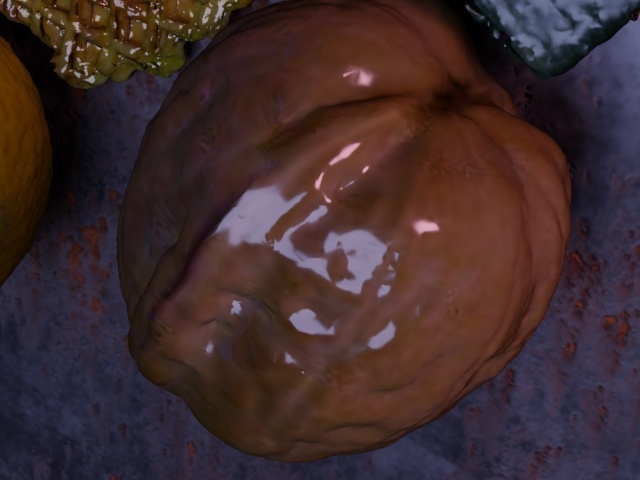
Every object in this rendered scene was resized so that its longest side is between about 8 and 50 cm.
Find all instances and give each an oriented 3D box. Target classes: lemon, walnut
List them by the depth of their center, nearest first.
[{"bbox_3d":[0.002,-0.001,0.994,0.306,0.306,0.344,46,125,0],"label":"walnut"},{"bbox_3d":[-0.349,-0.057,1.175,0.253,0.253,0.310,25,128,15],"label":"lemon"}]

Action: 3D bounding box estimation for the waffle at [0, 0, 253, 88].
[{"bbox_3d":[-0.176,-0.243,1.105,0.245,0.052,0.254,-24,103,33],"label":"waffle"}]

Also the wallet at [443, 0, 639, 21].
[{"bbox_3d":[0.100,-0.219,0.977,0.243,0.039,0.132,6,114,24],"label":"wallet"}]

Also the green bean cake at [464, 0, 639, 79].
[{"bbox_3d":[0.153,-0.232,0.853,0.193,0.107,0.208,48,127,-4],"label":"green bean cake"}]
